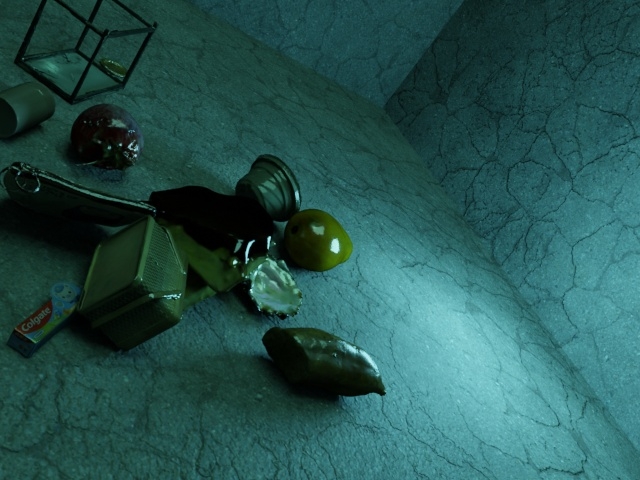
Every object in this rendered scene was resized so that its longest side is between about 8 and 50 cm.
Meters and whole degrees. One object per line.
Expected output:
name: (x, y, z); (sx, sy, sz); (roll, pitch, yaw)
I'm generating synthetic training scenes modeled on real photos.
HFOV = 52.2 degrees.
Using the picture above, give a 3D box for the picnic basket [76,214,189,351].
picnic basket: (-0.389, 0.087, 1.383); (0.139, 0.165, 0.267); (54, 15, -32)

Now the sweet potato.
sweet potato: (0.028, 0.309, 1.651); (0.369, 0.158, 0.158); (21, 30, -33)

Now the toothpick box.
toothpick box: (-0.782, -0.342, 1.695); (0.111, 0.111, 0.181); (35, 25, -7)

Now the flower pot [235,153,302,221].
flower pot: (-0.185, -0.149, 2.102); (0.140, 0.236, 0.235); (-28, 67, -37)

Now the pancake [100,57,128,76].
pancake: (-0.743, -0.624, 2.359); (0.114, 0.011, 0.115); (32, 23, -15)

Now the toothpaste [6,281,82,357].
toothpaste: (-0.533, 0.147, 1.273); (0.070, 0.044, 0.193); (36, 24, -3)

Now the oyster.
oyster: (-0.153, 0.116, 1.810); (0.198, 0.092, 0.260); (1, 53, -53)

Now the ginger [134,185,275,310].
ginger: (-0.305, 0.014, 1.684); (0.358, 0.211, 0.413); (17, 19, -4)

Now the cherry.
cherry: (-0.593, -0.291, 1.808); (0.192, 0.175, 0.250); (-8, 30, -23)

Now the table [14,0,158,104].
table: (-0.730, -0.630, 2.071); (0.222, 0.272, 0.335); (37, 24, -4)

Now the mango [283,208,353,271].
mango: (0.000, 0.000, 2.118); (0.211, 0.173, 0.317); (56, 19, 18)

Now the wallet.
wallet: (-0.551, -0.087, 1.456); (0.335, 0.068, 0.274); (18, -12, -32)
